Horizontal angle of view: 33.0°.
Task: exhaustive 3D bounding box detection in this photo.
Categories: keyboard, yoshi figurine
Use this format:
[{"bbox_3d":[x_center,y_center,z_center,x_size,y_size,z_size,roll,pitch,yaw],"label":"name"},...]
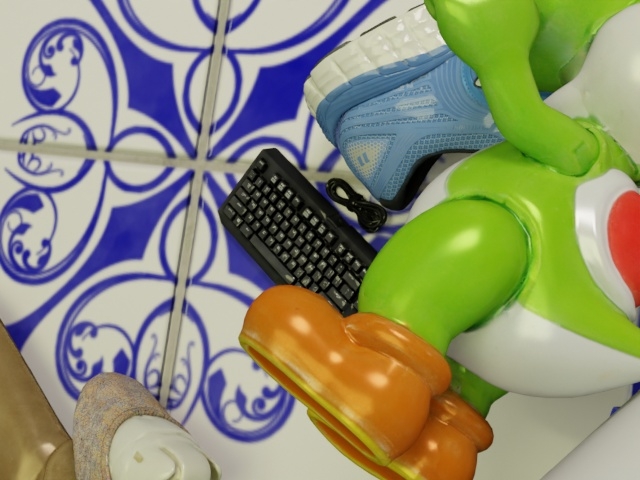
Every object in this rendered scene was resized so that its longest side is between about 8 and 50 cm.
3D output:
[{"bbox_3d":[0.000,0.000,0.851,0.180,0.023,0.108,46,105,23],"label":"keyboard"},{"bbox_3d":[0.102,-0.050,0.597,0.203,0.203,0.362,44,79,-14],"label":"yoshi figurine"}]

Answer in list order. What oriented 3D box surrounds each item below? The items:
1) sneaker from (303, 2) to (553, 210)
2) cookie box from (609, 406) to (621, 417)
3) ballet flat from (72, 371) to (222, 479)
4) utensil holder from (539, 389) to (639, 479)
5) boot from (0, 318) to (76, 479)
[{"bbox_3d":[0.155,-0.124,0.745,0.330,0.129,0.147,-28,86,25],"label":"sneaker"},{"bbox_3d":[0.222,0.173,0.703,0.091,0.040,0.107,19,93,28],"label":"cookie box"},{"bbox_3d":[-0.112,0.221,0.804,0.106,0.107,0.316,-44,51,36],"label":"ballet flat"},{"bbox_3d":[0.217,0.226,0.506,0.385,0.327,0.327,-43,66,-1],"label":"utensil holder"},{"bbox_3d":[-0.305,0.214,0.953,0.236,0.089,0.269,-48,65,3],"label":"boot"}]
